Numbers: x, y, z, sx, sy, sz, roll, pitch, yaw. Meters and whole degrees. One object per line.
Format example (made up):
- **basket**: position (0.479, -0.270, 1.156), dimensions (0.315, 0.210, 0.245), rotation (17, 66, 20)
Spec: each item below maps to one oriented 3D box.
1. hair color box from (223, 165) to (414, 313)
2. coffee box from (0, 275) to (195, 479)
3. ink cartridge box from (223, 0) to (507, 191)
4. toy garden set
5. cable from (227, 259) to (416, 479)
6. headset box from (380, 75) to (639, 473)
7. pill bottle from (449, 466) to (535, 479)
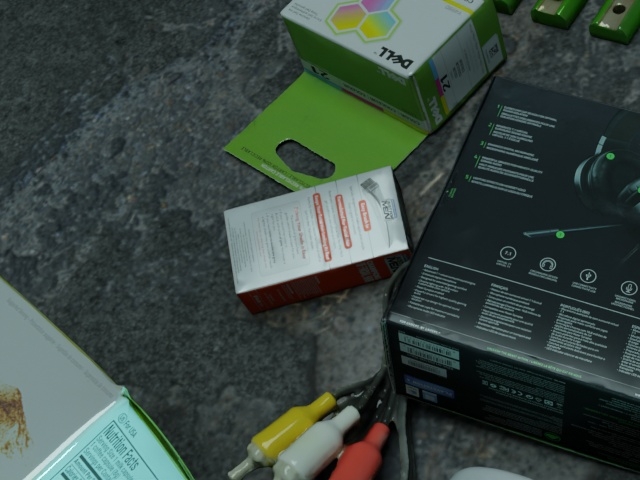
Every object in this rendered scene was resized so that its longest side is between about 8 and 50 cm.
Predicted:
- **hair color box**: position (0.000, 0.000, 1.348), dimensions (0.167, 0.053, 0.093), rotation (-15, 62, 9)
- **coffee box**: position (-0.303, 0.221, 1.108), dimensions (0.334, 0.338, 0.338), rotation (-43, 53, -15)
- **ink cartridge box**: position (0.035, -0.169, 1.445), dimensions (0.189, 0.097, 0.255), rotation (32, 69, 35)
- **toy garden set**: position (0.257, -0.322, 1.513), dimensions (0.244, 0.049, 0.203), rotation (20, 63, 31)
- **cable**: position (0.054, 0.129, 1.225), dimensions (0.139, 0.072, 0.287), rotation (25, 65, 27)
- **headset box**: position (0.217, 0.017, 1.188), dimensions (0.246, 0.131, 0.283), rotation (16, 61, 17)
- **pill bottle**: position (0.101, 0.312, 1.017), dimensions (0.152, 0.152, 0.272), rotation (18, 62, 30)
